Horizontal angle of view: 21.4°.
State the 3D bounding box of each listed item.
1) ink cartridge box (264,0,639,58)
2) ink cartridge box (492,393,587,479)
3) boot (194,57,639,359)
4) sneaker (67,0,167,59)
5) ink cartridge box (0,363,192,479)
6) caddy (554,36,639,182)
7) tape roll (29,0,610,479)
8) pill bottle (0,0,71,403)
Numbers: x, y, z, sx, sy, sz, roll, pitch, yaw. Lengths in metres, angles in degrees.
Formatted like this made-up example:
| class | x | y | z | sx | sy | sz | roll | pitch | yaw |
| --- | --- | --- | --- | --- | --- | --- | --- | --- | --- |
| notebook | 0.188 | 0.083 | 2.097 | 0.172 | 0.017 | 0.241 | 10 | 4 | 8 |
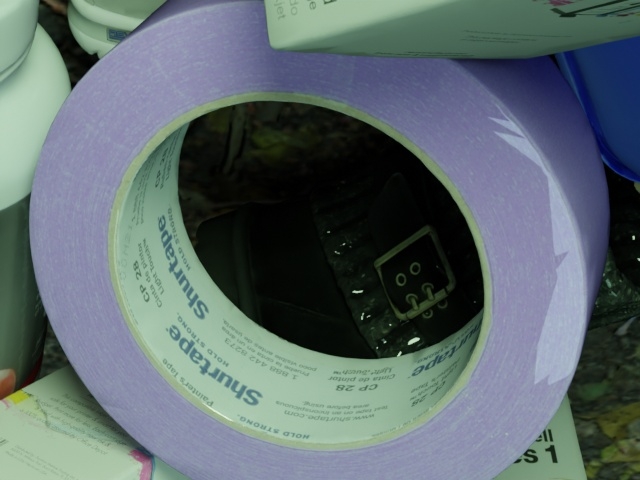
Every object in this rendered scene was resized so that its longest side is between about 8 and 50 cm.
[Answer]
| class | x | y | z | sx | sy | sz | roll | pitch | yaw |
| --- | --- | --- | --- | --- | --- | --- | --- | --- | --- |
| ink cartridge box | 0.108 | -0.170 | 0.626 | 0.168 | 0.171 | 0.232 | -4 | 177 | -45 |
| ink cartridge box | 0.081 | 0.222 | 1.147 | 0.201 | 0.278 | 0.117 | 0 | 141 | -9 |
| boot | 0.082 | 0.088 | 0.978 | 0.260 | 0.348 | 0.131 | -21 | 165 | 19 |
| sneaker | 0.005 | -0.153 | 0.859 | 0.281 | 0.105 | 0.115 | -6 | 136 | -2 |
| ink cartridge box | -0.127 | 0.126 | 0.939 | 0.198 | 0.115 | 0.067 | -28 | 126 | -41 |
| caddy | 0.233 | -0.141 | 0.843 | 0.241 | 0.179 | 0.341 | -39 | 140 | -6 |
| tape roll | 0.000 | 0.000 | 0.831 | 0.274 | 0.090 | 0.275 | 7 | 118 | 13 |
| pill bottle | -0.226 | -0.033 | 0.906 | 0.176 | 0.176 | 0.319 | 3 | 137 | -12 |
